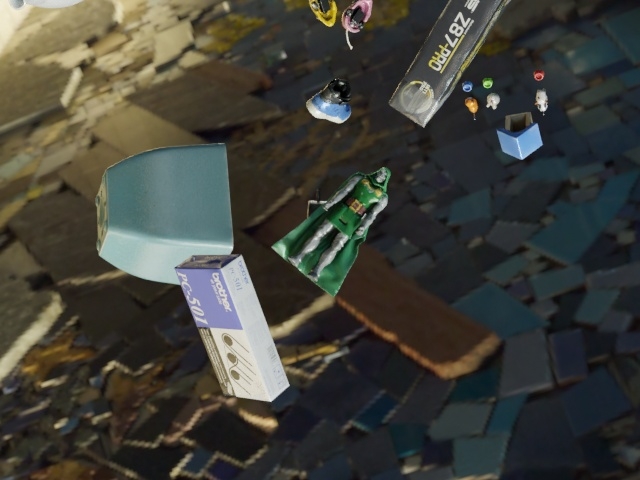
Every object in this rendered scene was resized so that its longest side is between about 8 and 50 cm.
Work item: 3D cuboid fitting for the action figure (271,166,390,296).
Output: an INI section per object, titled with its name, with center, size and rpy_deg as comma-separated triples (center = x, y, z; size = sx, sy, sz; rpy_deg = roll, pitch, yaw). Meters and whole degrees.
[action figure]
center = 0.042, -0.036, 1.727
size = 0.137, 0.232, 0.063
rpy_deg = 39, -9, 1

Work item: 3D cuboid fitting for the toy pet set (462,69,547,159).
[toy pet set]
center = 0.282, -0.183, 1.512
size = 0.065, 0.122, 0.114
rpy_deg = -77, 152, -45

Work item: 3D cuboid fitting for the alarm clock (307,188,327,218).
[alarm clock]
center = 0.000, 0.000, 2.008
size = 0.129, 0.064, 0.192
rpy_deg = 95, 0, -46

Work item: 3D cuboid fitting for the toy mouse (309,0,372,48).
[toy mouse]
center = 0.044, -0.395, 1.624
size = 0.031, 0.143, 0.161
rpy_deg = 27, -30, 50

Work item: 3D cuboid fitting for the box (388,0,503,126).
[box]
center = 0.283, -0.415, 2.051
size = 0.097, 0.318, 0.395
rpy_deg = 35, 21, 2

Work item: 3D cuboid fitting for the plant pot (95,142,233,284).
[plant pot]
center = -0.344, -0.054, 2.156
size = 0.247, 0.252, 0.248
rpy_deg = 131, -44, -59

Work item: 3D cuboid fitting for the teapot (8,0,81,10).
[teapot]
center = -0.480, -0.548, 1.782
size = 0.256, 0.252, 0.187
rpy_deg = 61, -13, 0

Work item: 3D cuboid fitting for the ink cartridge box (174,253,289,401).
[ink cartridge box]
center = -0.121, 0.120, 1.392
size = 0.046, 0.097, 0.207
rpy_deg = -36, 116, -42

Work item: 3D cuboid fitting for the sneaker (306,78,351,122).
[sneaker]
center = 0.041, -0.292, 2.094
size = 0.152, 0.084, 0.058
rpy_deg = -2, 59, -58
